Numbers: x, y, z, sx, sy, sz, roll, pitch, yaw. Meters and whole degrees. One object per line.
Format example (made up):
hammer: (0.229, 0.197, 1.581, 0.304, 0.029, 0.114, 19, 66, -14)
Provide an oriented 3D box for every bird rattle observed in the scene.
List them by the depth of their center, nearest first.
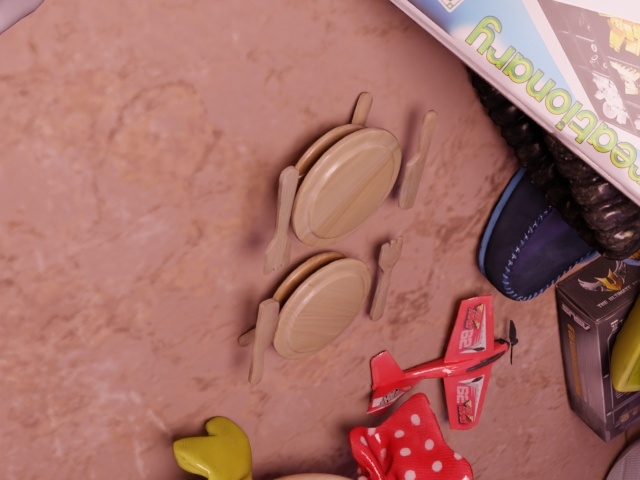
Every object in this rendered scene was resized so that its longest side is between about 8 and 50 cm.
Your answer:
bird rattle: (0.003, 0.226, 0.801, 0.253, 0.207, 0.143, 6, 138, -17)

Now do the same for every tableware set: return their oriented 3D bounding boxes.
tableware set: (0.000, 0.000, 0.734, 0.128, 0.039, 0.194, -24, 142, -34)

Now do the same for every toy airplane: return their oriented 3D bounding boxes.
toy airplane: (0.096, 0.105, 0.895, 0.151, 0.028, 0.151, -18, 131, -22)

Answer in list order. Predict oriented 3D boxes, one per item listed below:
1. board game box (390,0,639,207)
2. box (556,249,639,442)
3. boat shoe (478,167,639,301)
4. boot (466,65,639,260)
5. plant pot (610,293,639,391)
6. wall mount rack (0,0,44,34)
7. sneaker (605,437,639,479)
board game box: (0.186, -0.133, 0.602, 0.305, 0.053, 0.193, 39, 101, -2)
box: (0.323, 0.055, 0.997, 0.231, 0.056, 0.183, -31, 137, -11)
boat shoe: (0.219, -0.053, 0.807, 0.109, 0.089, 0.258, 26, 107, -45)
boot: (0.285, -0.060, 0.697, 0.260, 0.348, 0.131, -38, 165, -9)
plant pot: (0.375, 0.076, 0.857, 0.227, 0.207, 0.228, -1, 123, -35)
wall mount rack: (-0.130, -0.248, 0.342, 0.350, 0.130, 0.304, -37, 104, 17)
sneaker: (0.359, 0.286, 1.206, 0.091, 0.094, 0.258, -40, 145, -37)
